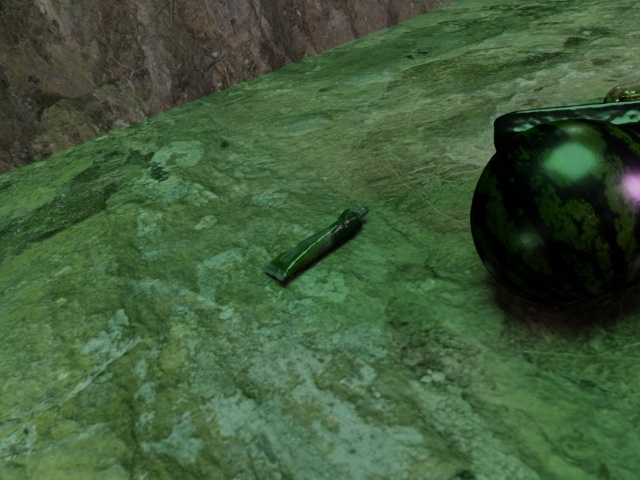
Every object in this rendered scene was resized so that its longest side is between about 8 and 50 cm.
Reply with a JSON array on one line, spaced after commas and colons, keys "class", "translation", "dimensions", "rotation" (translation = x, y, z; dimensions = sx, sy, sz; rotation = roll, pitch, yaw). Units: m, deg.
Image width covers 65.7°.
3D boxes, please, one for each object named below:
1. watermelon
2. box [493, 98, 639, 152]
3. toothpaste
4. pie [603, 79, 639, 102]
[{"class": "watermelon", "translation": [0.343, -0.038, 0.683], "dimensions": [0.269, 0.269, 0.269], "rotation": [-11, 33, 7]}, {"class": "box", "translation": [0.453, -0.153, 0.836], "dimensions": [0.290, 0.289, 0.073], "rotation": [1, 79, 24]}, {"class": "toothpaste", "translation": [0.000, 0.000, 0.977], "dimensions": [0.248, 0.046, 0.078], "rotation": [-35, 33, -24]}, {"class": "pie", "translation": [0.764, -0.280, 1.052], "dimensions": [0.339, 0.077, 0.339], "rotation": [-10, 29, 6]}]
